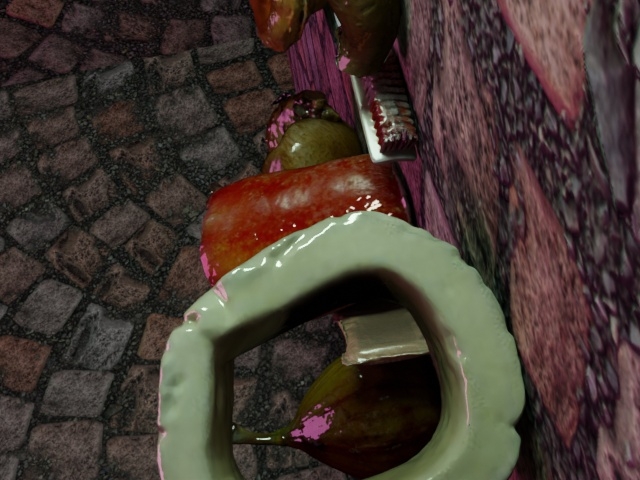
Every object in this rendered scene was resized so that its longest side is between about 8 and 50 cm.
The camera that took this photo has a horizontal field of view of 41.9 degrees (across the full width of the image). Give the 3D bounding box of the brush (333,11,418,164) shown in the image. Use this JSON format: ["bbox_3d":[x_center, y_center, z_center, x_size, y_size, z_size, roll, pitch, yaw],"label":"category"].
[{"bbox_3d":[0.059,-0.243,1.024,0.050,0.060,0.321,112,148,-63],"label":"brush"}]

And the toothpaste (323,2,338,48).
[{"bbox_3d":[0.004,-0.454,1.477,0.075,0.048,0.297,85,170,-66],"label":"toothpaste"}]

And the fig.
[{"bbox_3d":[0.018,0.262,1.226,0.217,0.320,0.217,-10,-90,-87],"label":"fig"}]

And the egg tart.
[{"bbox_3d":[-0.049,-0.476,1.353,0.341,0.129,0.341,172,90,-78],"label":"egg tart"}]

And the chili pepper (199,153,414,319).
[{"bbox_3d":[0.000,0.000,1.242,0.251,0.305,0.229,-80,-26,-61],"label":"chili pepper"}]

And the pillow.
[{"bbox_3d":[0.088,0.121,1.151,0.211,0.135,0.034,-103,2,-75],"label":"pillow"}]

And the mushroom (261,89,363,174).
[{"bbox_3d":[-0.015,-0.137,1.554,0.263,0.195,0.283,-34,-57,-54],"label":"mushroom"}]

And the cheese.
[{"bbox_3d":[0.006,0.142,0.769,0.153,0.332,0.292,96,150,-81],"label":"cheese"}]

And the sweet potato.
[{"bbox_3d":[0.035,-0.311,0.882,0.112,0.085,0.286,-96,-3,-63],"label":"sweet potato"}]
